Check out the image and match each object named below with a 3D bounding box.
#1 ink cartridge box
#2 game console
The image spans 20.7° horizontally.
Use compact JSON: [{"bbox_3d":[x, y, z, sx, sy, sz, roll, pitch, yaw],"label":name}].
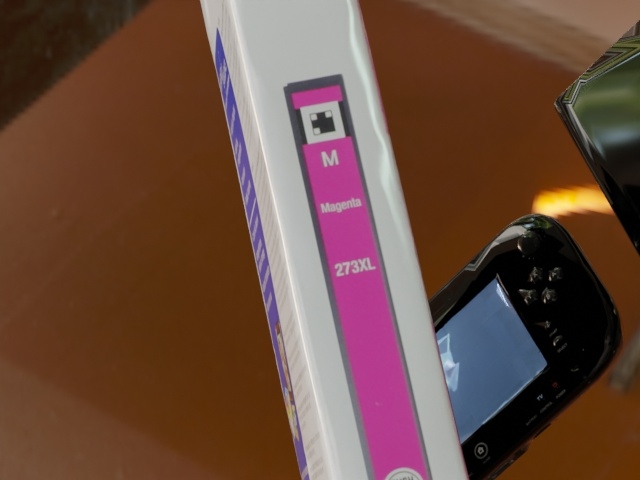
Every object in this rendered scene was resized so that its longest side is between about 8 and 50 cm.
[{"bbox_3d":[0.000,0.000,0.826,0.069,0.176,0.370,-13,79,-7],"label":"ink cartridge box"},{"bbox_3d":[0.127,0.035,0.874,0.044,0.361,0.213,28,27,-36],"label":"game console"}]
